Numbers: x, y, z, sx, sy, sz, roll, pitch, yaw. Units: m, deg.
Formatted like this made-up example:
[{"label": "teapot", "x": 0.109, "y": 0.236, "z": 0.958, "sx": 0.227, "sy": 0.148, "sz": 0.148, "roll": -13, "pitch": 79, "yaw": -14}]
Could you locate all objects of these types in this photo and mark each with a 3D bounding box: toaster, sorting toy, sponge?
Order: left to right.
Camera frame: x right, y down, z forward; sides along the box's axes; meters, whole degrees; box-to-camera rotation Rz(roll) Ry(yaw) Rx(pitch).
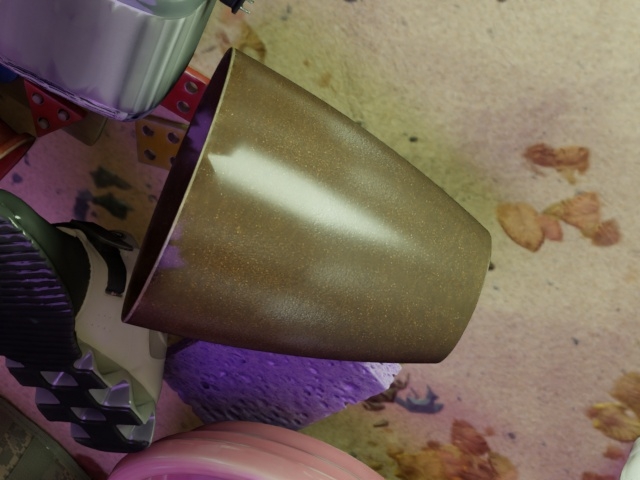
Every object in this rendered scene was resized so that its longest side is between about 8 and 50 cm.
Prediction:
[{"label": "sorting toy", "x": -0.214, "y": -0.137, "z": 1.494, "sx": 0.274, "sy": 0.046, "sz": 0.132, "roll": 32, "pitch": 137, "yaw": 0}, {"label": "toaster", "x": -0.160, "y": -0.185, "z": 1.364, "sx": 0.227, "sy": 0.129, "sz": 0.146, "roll": 27, "pitch": 140, "yaw": 1}, {"label": "sponge", "x": -0.040, "y": 0.108, "z": 1.619, "sx": 0.117, "sy": 0.031, "sz": 0.210, "roll": 48, "pitch": 136, "yaw": -13}]

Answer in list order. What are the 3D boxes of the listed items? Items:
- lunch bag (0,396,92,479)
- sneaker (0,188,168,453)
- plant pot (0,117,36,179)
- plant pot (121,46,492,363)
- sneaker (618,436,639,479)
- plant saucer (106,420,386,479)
[{"label": "lunch bag", "x": -0.313, "y": 0.307, "z": 1.804, "sx": 0.287, "sy": 0.235, "sz": 0.169, "roll": 42, "pitch": 133, "yaw": -9}, {"label": "sneaker", "x": -0.208, "y": 0.031, "z": 1.535, "sx": 0.122, "sy": 0.146, "sz": 0.330, "roll": 5, "pitch": 149, "yaw": 19}, {"label": "plant pot", "x": -0.416, "y": -0.090, "z": 1.517, "sx": 0.265, "sy": 0.272, "sz": 0.272, "roll": 49, "pitch": 135, "yaw": -4}, {"label": "plant pot", "x": 0.000, "y": 0.000, "z": 1.400, "sx": 0.230, "sy": 0.215, "sz": 0.215, "roll": 21, "pitch": 137, "yaw": -9}, {"label": "sneaker", "x": 0.328, "y": 0.225, "z": 1.463, "sx": 0.212, "sy": 0.094, "sz": 0.080, "roll": 18, "pitch": 133, "yaw": 15}, {"label": "plant saucer", "x": -0.031, "y": 0.269, "z": 1.692, "sx": 0.332, "sy": 0.084, "sz": 0.332, "roll": 18, "pitch": 143, "yaw": 14}]
